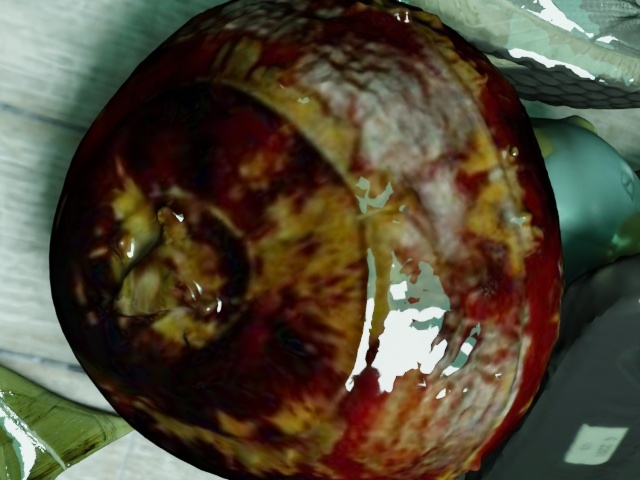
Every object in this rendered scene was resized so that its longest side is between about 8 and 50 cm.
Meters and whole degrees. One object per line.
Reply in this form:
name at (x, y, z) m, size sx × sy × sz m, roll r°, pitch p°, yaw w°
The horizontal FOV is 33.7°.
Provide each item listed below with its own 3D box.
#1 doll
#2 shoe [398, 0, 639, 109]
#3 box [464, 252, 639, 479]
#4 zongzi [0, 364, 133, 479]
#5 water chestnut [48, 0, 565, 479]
doll at (0.241, 0.002, 0.842) m, size 0.260 × 0.177 × 0.162 m, roll 17°, pitch 97°, yaw -20°
shoe at (0.155, -0.208, 0.795) m, size 0.336 × 0.132 × 0.171 m, roll 15°, pitch 87°, yaw -21°
box at (0.304, 0.122, 0.791) m, size 0.350 × 0.091 × 0.359 m, roll -1°, pitch 144°, yaw -11°
zongzi at (-0.197, 0.118, 0.769) m, size 0.113 × 0.052 × 0.104 m, roll -28°, pitch 105°, yaw -27°
water chestnut at (0.000, 0.000, 0.709) m, size 0.302 × 0.350 × 0.351 m, roll -5°, pitch 109°, yaw -65°
